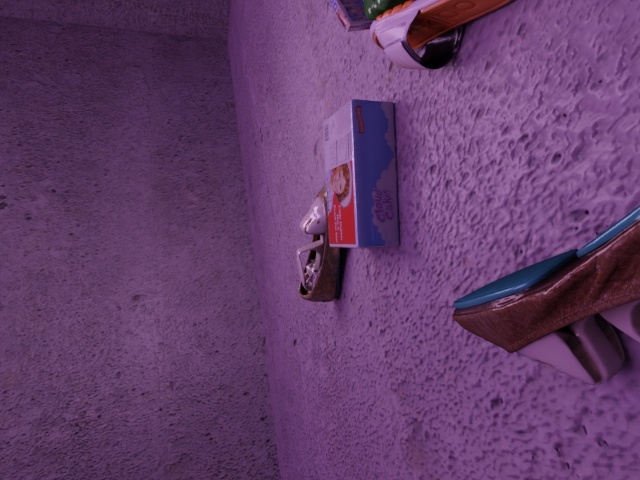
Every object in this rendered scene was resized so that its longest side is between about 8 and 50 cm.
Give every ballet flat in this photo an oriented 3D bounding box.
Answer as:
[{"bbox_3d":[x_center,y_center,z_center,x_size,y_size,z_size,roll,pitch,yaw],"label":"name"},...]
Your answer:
[{"bbox_3d":[0.000,0.000,1.005,0.123,0.123,0.348,-126,37,-58],"label":"ballet flat"},{"bbox_3d":[0.240,0.048,0.344,0.124,0.116,0.342,60,149,16],"label":"ballet flat"}]

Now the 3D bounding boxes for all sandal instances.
[{"bbox_3d":[0.146,-0.271,0.548,0.265,0.102,0.076,-156,67,-67],"label":"sandal"}]

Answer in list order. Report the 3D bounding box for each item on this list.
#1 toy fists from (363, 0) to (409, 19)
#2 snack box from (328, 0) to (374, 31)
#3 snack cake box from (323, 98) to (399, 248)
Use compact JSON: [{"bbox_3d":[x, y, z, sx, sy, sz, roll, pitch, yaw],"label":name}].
[{"bbox_3d":[0.138,-0.391,0.573,0.279,0.096,0.142,-142,65,-68],"label":"toy fists"},{"bbox_3d":[0.039,-0.487,0.813,0.178,0.064,0.022,63,152,12],"label":"snack box"},{"bbox_3d":[0.075,-0.118,0.804,0.152,0.089,0.264,180,87,-70],"label":"snack cake box"}]
